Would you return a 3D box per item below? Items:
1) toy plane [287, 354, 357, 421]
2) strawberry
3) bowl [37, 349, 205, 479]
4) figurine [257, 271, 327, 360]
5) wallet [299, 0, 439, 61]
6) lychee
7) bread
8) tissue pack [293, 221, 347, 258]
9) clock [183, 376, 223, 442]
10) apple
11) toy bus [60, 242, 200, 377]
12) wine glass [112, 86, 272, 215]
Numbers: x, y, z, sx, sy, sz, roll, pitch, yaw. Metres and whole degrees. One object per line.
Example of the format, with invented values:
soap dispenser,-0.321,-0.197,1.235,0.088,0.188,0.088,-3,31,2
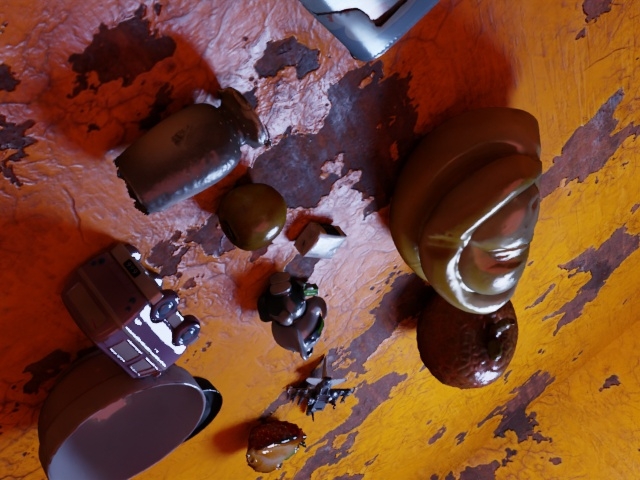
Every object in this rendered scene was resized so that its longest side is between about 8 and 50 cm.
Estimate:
toy plane,-0.004,0.362,2.193,0.160,0.082,0.234,2,135,-14
strawberry,-0.114,0.465,2.200,0.192,0.085,0.140,-14,143,-35
bowl,-0.354,0.284,1.629,0.287,0.143,0.287,-28,150,-18
figurine,-0.048,0.145,1.813,0.126,0.147,0.192,-17,128,-3
wallet,0.057,-0.360,1.305,0.176,0.075,0.250,-40,150,12
lychee,0.346,0.214,2.216,0.255,0.300,0.255,0,91,-41
bread,0.314,-0.051,1.827,0.329,0.245,0.424,-27,144,-22
tissue pack,0.000,0.000,1.748,0.083,0.042,0.062,5,130,-51
clock,-0.281,0.342,1.895,0.185,0.040,0.184,-28,149,-19
apple,-0.105,-0.036,1.528,0.102,0.099,0.114,-31,146,-20
toy bus,-0.290,0.114,1.486,0.142,0.142,0.202,-41,150,-9
wine glass,-0.178,-0.122,1.315,0.204,0.111,0.111,-34,150,-14
